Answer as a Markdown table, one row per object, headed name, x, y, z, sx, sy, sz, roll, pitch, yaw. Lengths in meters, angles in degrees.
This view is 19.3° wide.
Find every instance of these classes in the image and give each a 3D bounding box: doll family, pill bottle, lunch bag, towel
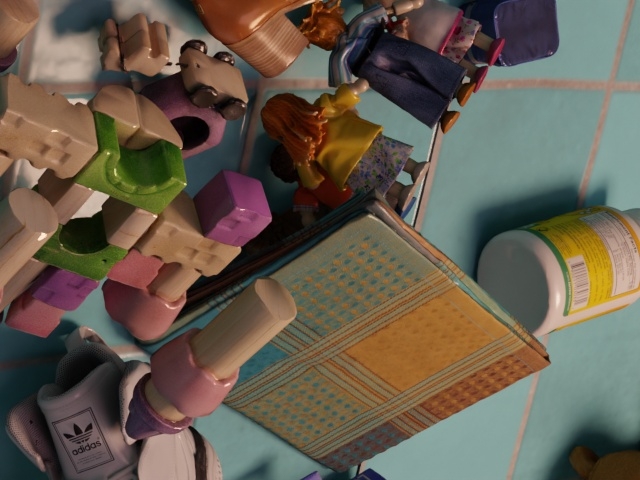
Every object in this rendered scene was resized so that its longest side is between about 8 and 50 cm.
| name | x | y | z | sx | sy | sz | roll | pitch | yaw |
| --- | --- | --- | --- | --- | --- | --- | --- | --- | --- |
| doll family | 0.041 | -0.133 | 1.672 | 0.263 | 0.163 | 0.118 | -60 | 172 | -1 |
| pill bottle | 0.277 | 0.027 | 2.006 | 0.208 | 0.117 | 0.118 | -15 | 121 | -38 |
| lunch bag | 0.182 | -0.207 | 1.828 | 0.098 | 0.065 | 0.067 | -15 | 106 | -37 |
| towel | 0.027 | 0.097 | 1.770 | 0.271 | 0.040 | 0.370 | -29 | 143 | 18 |

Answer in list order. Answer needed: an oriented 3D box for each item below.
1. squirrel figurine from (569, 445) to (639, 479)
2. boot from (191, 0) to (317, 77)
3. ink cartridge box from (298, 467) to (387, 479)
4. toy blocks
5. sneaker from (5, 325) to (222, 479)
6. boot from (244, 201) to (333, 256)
| name | x | y | z | sx | sy | sz | roll | pitch | yaw |
| --- | --- | --- | --- | --- | --- | --- | --- | --- | --- |
| squirrel figurine | 0.472 | 0.301 | 2.283 | 0.370 | 0.281 | 0.397 | 30 | 75 | -38 |
| boot | -0.041 | -0.255 | 1.588 | 0.152 | 0.073 | 0.197 | 45 | 63 | -33 |
| ink cartridge box | 0.006 | 0.424 | 1.927 | 0.270 | 0.151 | 0.395 | -28 | 130 | -26 |
| toy blocks | -0.216 | -0.003 | 1.483 | 0.288 | 0.309 | 0.260 | 21 | 129 | -36 |
| sneaker | -0.178 | 0.241 | 1.567 | 0.137 | 0.366 | 0.210 | -18 | 125 | 14 |
| boot | 0.000 | 0.000 | 1.775 | 0.158 | 0.059 | 0.085 | -26 | 131 | -21 |
